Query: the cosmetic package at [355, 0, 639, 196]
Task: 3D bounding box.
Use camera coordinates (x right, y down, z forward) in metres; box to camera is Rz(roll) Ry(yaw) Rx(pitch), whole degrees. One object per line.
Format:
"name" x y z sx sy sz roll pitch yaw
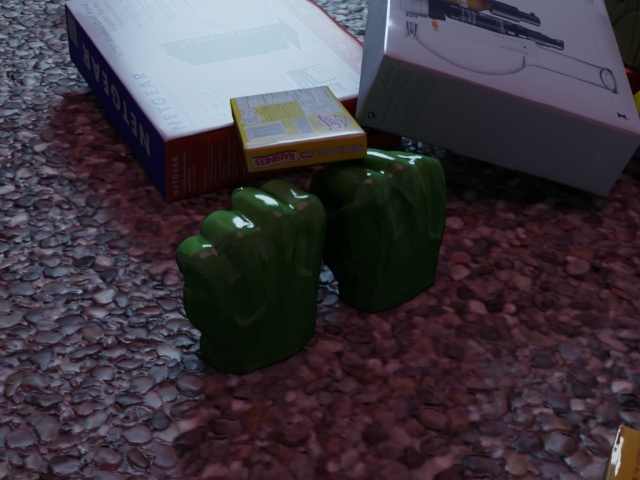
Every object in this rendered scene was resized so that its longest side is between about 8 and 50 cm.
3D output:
"cosmetic package" 0.199 -0.233 1.095 0.284 0.097 0.377 17 40 -8

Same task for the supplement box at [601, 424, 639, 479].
"supplement box" 0.300 0.202 0.618 0.233 0.078 0.080 15 37 15

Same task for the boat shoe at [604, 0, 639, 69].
"boat shoe" 0.451 -0.291 1.270 0.098 0.109 0.302 5 19 -11

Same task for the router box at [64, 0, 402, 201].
"router box" -0.108 -0.203 1.129 0.301 0.082 0.335 -17 45 -25

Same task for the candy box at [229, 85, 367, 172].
"candy box" -0.027 -0.109 0.883 0.105 0.027 0.206 -6 21 -7

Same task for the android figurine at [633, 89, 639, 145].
"android figurine" 0.467 -0.155 1.040 0.273 0.056 0.248 -26 26 -10

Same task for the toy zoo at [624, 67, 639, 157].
"toy zoo" 0.410 -0.157 1.168 0.293 0.030 0.192 16 37 17

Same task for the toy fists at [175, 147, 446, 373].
"toy fists" 0.000 0.000 0.823 0.279 0.142 0.096 -21 42 -30
